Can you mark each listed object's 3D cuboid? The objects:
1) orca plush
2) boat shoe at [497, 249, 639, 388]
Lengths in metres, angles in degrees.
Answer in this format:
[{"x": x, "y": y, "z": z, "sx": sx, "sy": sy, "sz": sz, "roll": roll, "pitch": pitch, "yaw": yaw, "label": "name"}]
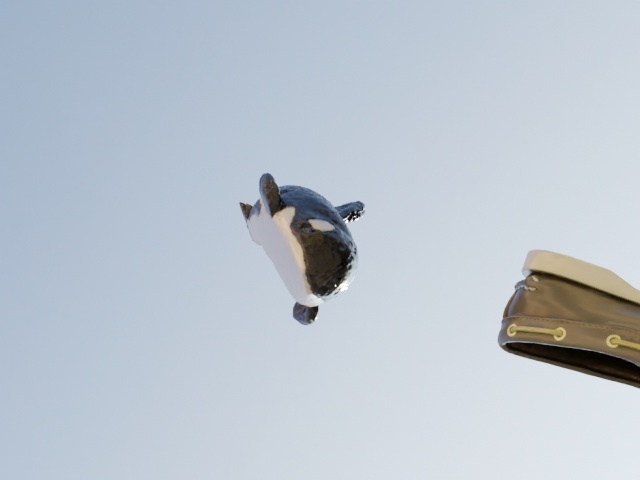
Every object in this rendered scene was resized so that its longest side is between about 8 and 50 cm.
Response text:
[{"x": 0.000, "y": 0.000, "z": 1.238, "sx": 0.102, "sy": 0.287, "sz": 0.151, "roll": -18, "pitch": -92, "yaw": -10, "label": "orca plush"}, {"x": 0.286, "y": 0.097, "z": 1.012, "sx": 0.109, "sy": 0.305, "sz": 0.091, "roll": 39, "pitch": -104, "yaw": -54, "label": "boat shoe"}]
